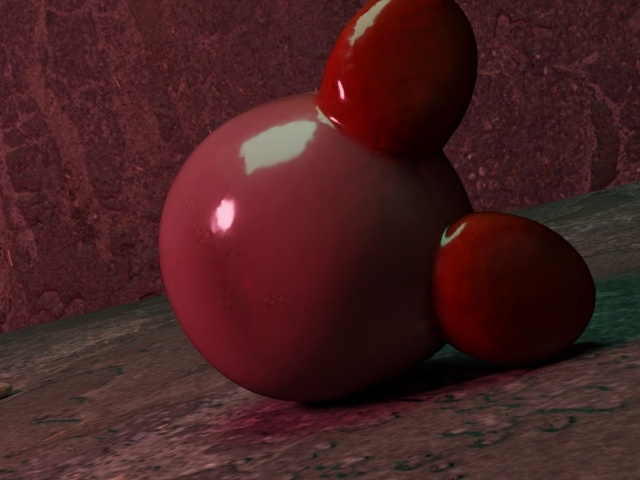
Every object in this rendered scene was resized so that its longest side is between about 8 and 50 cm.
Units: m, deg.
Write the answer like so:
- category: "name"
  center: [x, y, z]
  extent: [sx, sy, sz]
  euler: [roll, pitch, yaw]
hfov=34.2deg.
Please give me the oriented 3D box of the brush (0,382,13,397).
- category: "brush"
  center: [-0.524, 0.203, 1.322]
  extent: [0.321, 0.050, 0.060]
  euler: [-4, 4, 30]

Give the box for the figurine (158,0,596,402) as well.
- category: "figurine"
  center: [0.001, -0.001, 0.726]
  extent: [0.211, 0.269, 0.261]
  euler: [-24, -1, -44]
